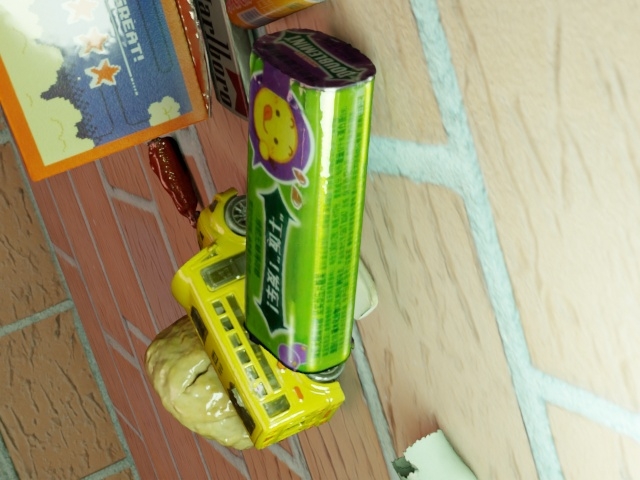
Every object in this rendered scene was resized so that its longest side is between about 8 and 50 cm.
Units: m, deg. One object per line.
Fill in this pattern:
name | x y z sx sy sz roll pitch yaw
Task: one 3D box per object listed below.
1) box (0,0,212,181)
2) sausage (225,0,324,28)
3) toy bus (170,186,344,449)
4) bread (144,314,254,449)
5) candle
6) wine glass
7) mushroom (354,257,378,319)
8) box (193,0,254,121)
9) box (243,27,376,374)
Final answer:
box | -0.326 -0.316 1.506 0.348 0.257 0.318 -127 20 -53
sausage | -0.030 -0.248 1.151 0.348 0.053 0.053 6 117 69
toy bus | -0.095 0.101 1.570 0.330 0.152 0.144 61 161 16
bread | -0.131 0.189 1.700 0.134 0.244 0.244 -60 41 13
candle | -0.227 -0.088 1.869 0.162 0.053 0.048 66 167 -4
wine glass | 0.149 0.301 1.253 0.195 0.079 0.079 60 160 18
mushroom | 0.000 0.000 1.341 0.209 0.084 0.071 55 -158 17
box | -0.110 -0.239 1.403 0.115 0.036 0.177 38 146 56
box | -0.014 -0.032 1.205 0.134 0.097 0.345 38 136 40
